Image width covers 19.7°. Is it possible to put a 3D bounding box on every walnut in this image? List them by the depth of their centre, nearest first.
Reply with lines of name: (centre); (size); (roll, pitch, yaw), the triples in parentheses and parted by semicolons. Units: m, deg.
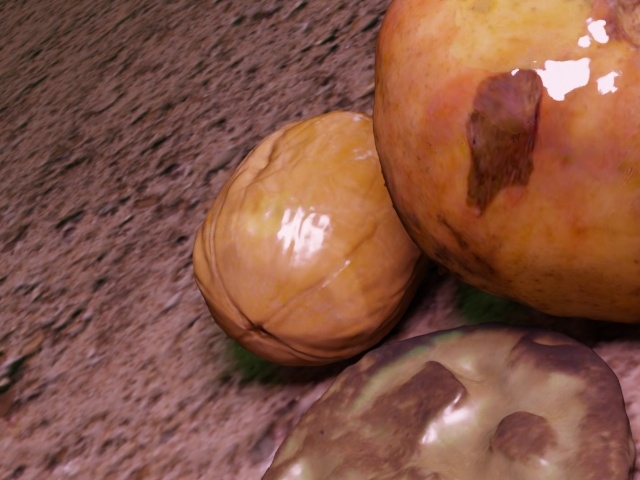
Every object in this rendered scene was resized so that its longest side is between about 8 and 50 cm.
walnut: (0.000, 0.000, 1.297); (0.165, 0.165, 0.197); (-13, 34, 34)

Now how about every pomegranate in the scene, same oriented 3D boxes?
pomegranate: (0.169, -0.090, 1.140); (0.281, 0.281, 0.281); (-25, 29, 15)

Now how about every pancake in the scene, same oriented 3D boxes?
pancake: (0.062, 0.161, 1.092); (0.294, 0.049, 0.294); (-24, 33, 17)
